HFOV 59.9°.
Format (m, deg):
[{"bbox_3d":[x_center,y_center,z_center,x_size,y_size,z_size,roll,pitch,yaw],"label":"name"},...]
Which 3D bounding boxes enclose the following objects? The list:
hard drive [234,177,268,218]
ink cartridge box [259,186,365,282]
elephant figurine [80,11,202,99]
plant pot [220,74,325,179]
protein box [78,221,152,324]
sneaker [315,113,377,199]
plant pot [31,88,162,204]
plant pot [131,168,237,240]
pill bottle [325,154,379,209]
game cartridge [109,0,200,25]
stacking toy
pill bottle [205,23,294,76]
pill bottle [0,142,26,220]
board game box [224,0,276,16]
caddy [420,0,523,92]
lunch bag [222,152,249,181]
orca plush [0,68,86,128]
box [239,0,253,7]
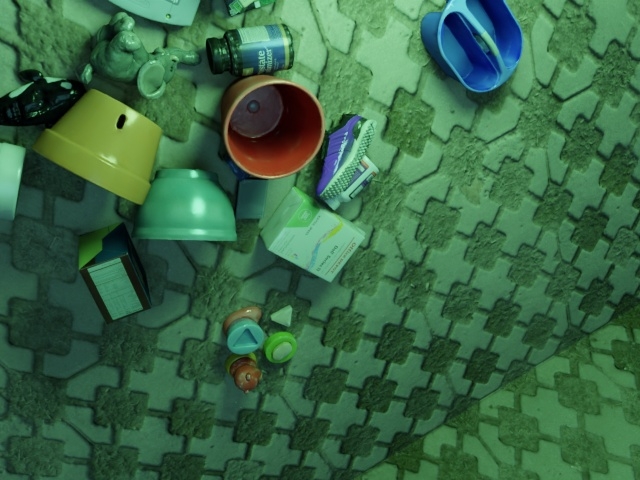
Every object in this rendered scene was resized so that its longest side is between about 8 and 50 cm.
[{"bbox_3d":[-0.219,-0.134,1.759,0.094,0.022,0.135,-1,118,-23],"label":"hard drive"},{"bbox_3d":[0.000,0.000,1.873,0.353,0.119,0.207,29,103,-33],"label":"ink cartridge box"},{"bbox_3d":[-0.445,-0.441,1.415,0.186,0.169,0.239,-22,147,24],"label":"elephant figurine"},{"bbox_3d":[-0.156,-0.337,1.534,0.275,0.243,0.275,-11,122,-18],"label":"plant pot"},{"bbox_3d":[-0.596,0.092,1.616,0.136,0.200,0.201,-19,124,-12],"label":"protein box"},{"bbox_3d":[0.045,-0.267,1.725,0.293,0.146,0.102,-58,161,-6],"label":"sneaker"},{"bbox_3d":[-0.542,-0.247,1.416,0.291,0.291,0.203,29,87,-34],"label":"plant pot"},{"bbox_3d":[-0.380,-0.099,1.578,0.293,0.293,0.196,2,90,-25],"label":"plant pot"},{"bbox_3d":[0.087,-0.193,1.806,0.193,0.108,0.108,-45,126,5],"label":"pill bottle"},{"bbox_3d":[-0.432,-0.651,1.350,0.294,0.060,0.196,17,107,-30],"label":"game cartridge"},{"bbox_3d":[-0.205,0.391,2.004,0.279,0.130,0.309,-12,123,-17],"label":"stacking toy"},{"bbox_3d":[-0.190,-0.508,1.495,0.219,0.123,0.123,-14,123,-16],"label":"pill bottle"},{"bbox_3d":[-0.925,-0.171,1.307,0.392,0.224,0.224,10,114,-28],"label":"pill bottle"},{"bbox_3d":[-0.211,-0.725,1.419,0.136,0.030,0.260,-25,125,-11],"label":"board game box"},{"bbox_3d":[0.469,-0.612,1.689,0.241,0.179,0.341,-48,125,6],"label":"caddy"},{"bbox_3d":[-0.242,-0.234,1.664,0.065,0.067,0.098,-35,125,-2],"label":"lunch bag"},{"bbox_3d":[-0.730,-0.338,1.369,0.287,0.102,0.151,-3,119,-22],"label":"orca plush"},{"bbox_3d":[-0.105,-0.723,1.333,0.311,0.121,0.148,-31,127,12],"label":"box"}]
